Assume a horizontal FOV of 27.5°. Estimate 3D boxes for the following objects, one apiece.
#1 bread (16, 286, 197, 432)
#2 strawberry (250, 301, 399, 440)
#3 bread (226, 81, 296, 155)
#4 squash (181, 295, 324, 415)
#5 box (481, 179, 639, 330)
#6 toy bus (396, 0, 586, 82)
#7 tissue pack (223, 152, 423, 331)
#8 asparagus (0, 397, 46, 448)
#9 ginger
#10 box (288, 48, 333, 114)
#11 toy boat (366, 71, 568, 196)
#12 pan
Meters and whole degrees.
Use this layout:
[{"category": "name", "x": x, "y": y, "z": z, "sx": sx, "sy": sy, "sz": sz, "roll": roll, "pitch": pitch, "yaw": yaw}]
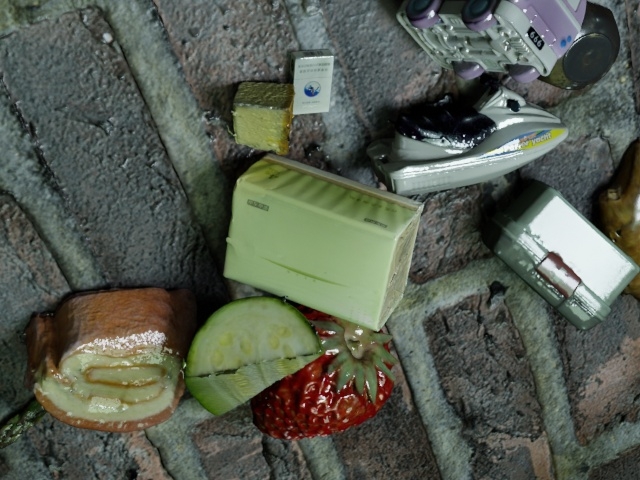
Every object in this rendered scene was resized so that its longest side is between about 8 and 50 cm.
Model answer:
[{"category": "bread", "x": -0.293, "y": 0.166, "z": 1.811, "sx": 0.244, "sy": 0.123, "sz": 0.190, "roll": 0, "pitch": 126, "yaw": -19}, {"category": "strawberry", "x": -0.020, "y": 0.203, "z": 1.915, "sx": 0.205, "sy": 0.205, "sz": 0.244, "roll": 24, "pitch": 136, "yaw": -33}, {"category": "bread", "x": -0.079, "y": -0.145, "z": 1.687, "sx": 0.084, "sy": 0.080, "sz": 0.109, "roll": 8, "pitch": 124, "yaw": 1}, {"category": "squash", "x": -0.087, "y": 0.157, "z": 1.838, "sx": 0.203, "sy": 0.111, "sz": 0.288, "roll": -12, "pitch": 162, "yaw": 4}, {"category": "box", "x": 0.348, "y": 0.019, "z": 1.907, "sx": 0.210, "sy": 0.148, "sz": 0.129, "roll": 41, "pitch": 94, "yaw": -9}, {"category": "toy bus", "x": 0.212, "y": -0.290, "z": 1.633, "sx": 0.142, "sy": 0.202, "sz": 0.142, "roll": 40, "pitch": 72, "yaw": -39}, {"category": "tissue pack", "x": 0.000, "y": 0.000, "z": 1.735, "sx": 0.234, "sy": 0.125, "sz": 0.159, "roll": 20, "pitch": 124, "yaw": 14}, {"category": "asparagus", "x": -0.420, "y": 0.252, "z": 1.883, "sx": 0.165, "sy": 0.030, "sz": 0.036, "roll": -40, "pitch": 153, "yaw": 7}, {"category": "ginger", "x": 0.494, "y": 0.001, "z": 2.008, "sx": 0.133, "sy": 0.107, "sz": 0.309, "roll": -20, "pitch": 127, "yaw": 12}, {"category": "box", "x": -0.013, "y": -0.207, "z": 1.711, "sx": 0.054, "sy": 0.024, "sz": 0.083, "roll": -7, "pitch": 126, "yaw": -19}, {"category": "toy boat", "x": 0.199, "y": -0.146, "z": 1.774, "sx": 0.269, "sy": 0.141, "sz": 0.140, "roll": -24, "pitch": 129, "yaw": -6}, {"category": "pan", "x": 0.323, "y": -0.244, "z": 1.798, "sx": 0.202, "sy": 0.048, "sz": 0.128, "roll": -26, "pitch": 130, "yaw": -1}]
